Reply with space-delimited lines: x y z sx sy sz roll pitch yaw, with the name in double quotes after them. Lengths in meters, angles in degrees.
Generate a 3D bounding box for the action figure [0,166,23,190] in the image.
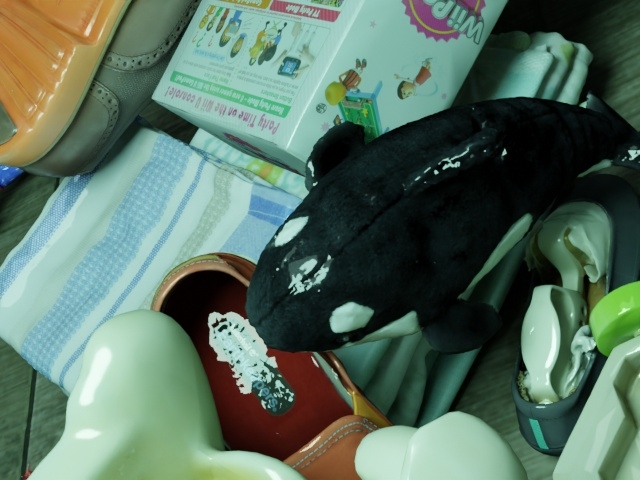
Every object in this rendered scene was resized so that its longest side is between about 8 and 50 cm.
-0.304 -0.087 1.385 0.091 0.139 0.280 42 94 23 "action figure"

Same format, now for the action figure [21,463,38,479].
-0.216 0.196 1.182 0.115 0.030 0.038 -45 46 8 "action figure"

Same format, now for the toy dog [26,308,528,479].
0.026 0.260 0.667 0.407 0.395 0.284 10 32 35 "toy dog"

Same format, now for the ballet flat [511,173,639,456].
0.156 0.032 0.948 0.074 0.074 0.203 -7 56 38 "ballet flat"

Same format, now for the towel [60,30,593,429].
0.000 0.000 1.099 0.320 0.090 0.374 18 73 50 "towel"

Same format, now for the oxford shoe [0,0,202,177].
-0.129 -0.206 1.128 0.130 0.132 0.364 44 102 30 "oxford shoe"

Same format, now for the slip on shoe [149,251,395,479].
0.009 0.139 0.882 0.123 0.101 0.331 -39 77 2 "slip on shoe"

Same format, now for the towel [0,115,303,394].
-0.136 0.018 1.118 0.285 0.034 0.209 28 81 50 "towel"

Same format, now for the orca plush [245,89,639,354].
0.094 -0.023 0.867 0.102 0.287 0.151 132 123 -64 "orca plush"

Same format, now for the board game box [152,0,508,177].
0.032 -0.190 1.016 0.303 0.097 0.224 -61 30 -1 "board game box"

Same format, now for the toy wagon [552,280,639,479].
0.222 0.133 0.788 0.344 0.068 0.267 -27 50 17 "toy wagon"
